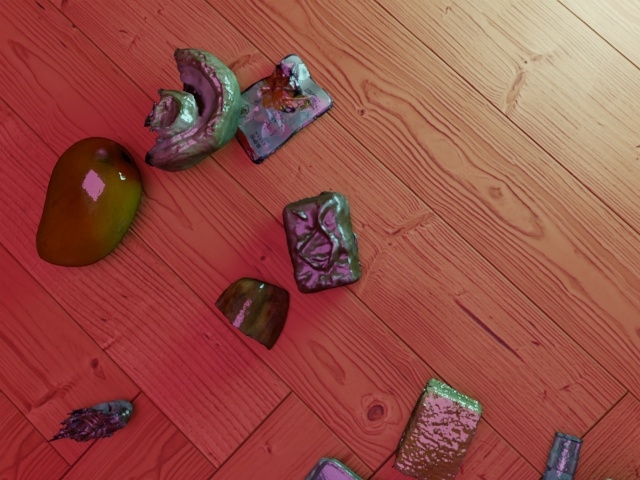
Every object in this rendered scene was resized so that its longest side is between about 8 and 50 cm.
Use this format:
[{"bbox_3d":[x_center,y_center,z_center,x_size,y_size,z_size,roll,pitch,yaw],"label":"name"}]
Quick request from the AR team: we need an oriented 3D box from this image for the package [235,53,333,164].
[{"bbox_3d":[-0.099,-0.294,1.897,0.232,0.040,0.166,-34,81,12],"label":"package"}]

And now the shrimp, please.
[{"bbox_3d":[-0.526,0.422,1.945,0.233,0.079,0.090,-23,122,12],"label":"shrimp"}]

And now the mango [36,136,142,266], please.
[{"bbox_3d":[-0.519,-0.077,1.910,0.211,0.173,0.317,31,101,11],"label":"mango"}]

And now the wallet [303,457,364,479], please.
[{"bbox_3d":[0.091,0.640,1.816,0.360,0.083,0.252,35,101,9],"label":"wallet"}]

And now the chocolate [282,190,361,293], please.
[{"bbox_3d":[0.000,0.000,1.843,0.148,0.093,0.214,-14,86,9],"label":"chocolate"}]

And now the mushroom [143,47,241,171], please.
[{"bbox_3d":[-0.260,-0.263,1.855,0.164,0.189,0.267,19,80,10],"label":"mushroom"}]

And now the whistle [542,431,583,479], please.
[{"bbox_3d":[0.469,0.549,1.753,0.062,0.062,0.312,15,92,11],"label":"whistle"}]

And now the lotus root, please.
[{"bbox_3d":[-0.149,0.147,1.871,0.159,0.095,0.135,28,90,5],"label":"lotus root"}]

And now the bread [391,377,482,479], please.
[{"bbox_3d":[0.243,0.401,1.780,0.138,0.102,0.196,22,96,13],"label":"bread"}]

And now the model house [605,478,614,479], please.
[{"bbox_3d":[0.574,0.544,1.614,0.237,0.237,0.202,27,97,-8],"label":"model house"}]
